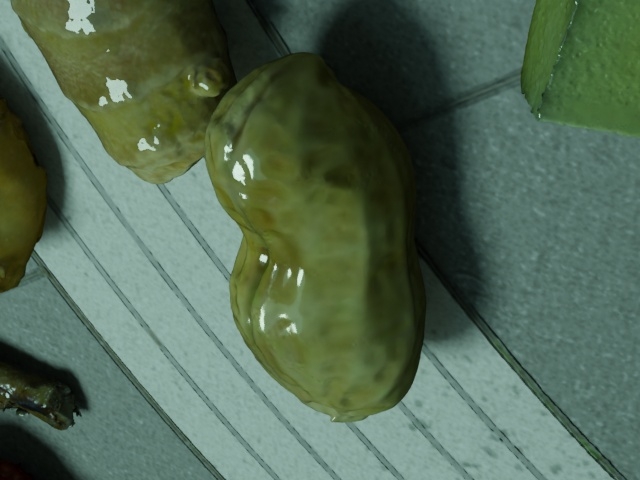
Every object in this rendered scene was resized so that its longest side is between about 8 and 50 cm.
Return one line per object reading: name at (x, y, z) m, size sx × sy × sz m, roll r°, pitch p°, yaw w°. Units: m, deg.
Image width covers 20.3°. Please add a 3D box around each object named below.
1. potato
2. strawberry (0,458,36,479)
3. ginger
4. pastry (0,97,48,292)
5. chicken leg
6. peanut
potato at (0.196, -0.136, 1.055) m, size 0.120 × 0.081 × 0.149 m, roll 10°, pitch 120°, yaw -9°
strawberry at (-0.371, 0.332, 1.774) m, size 0.288 × 0.250 × 0.238 m, roll 131°, pitch 126°, yaw -77°
ginger at (-0.144, -0.199, 1.210) m, size 0.190 × 0.126 × 0.354 m, roll 25°, pitch 135°, yaw 34°
pastry at (-0.377, -0.044, 1.495) m, size 0.311 × 0.162 × 0.255 m, roll -13°, pitch 114°, yaw 42°
chicken leg at (-0.322, 0.127, 1.675) m, size 0.196 × 0.080 × 0.125 m, roll -5°, pitch 132°, yaw 32°
peanut at (0.000, 0.000, 1.249) m, size 0.147 × 0.147 × 0.305 m, roll 16°, pitch 132°, yaw 27°
